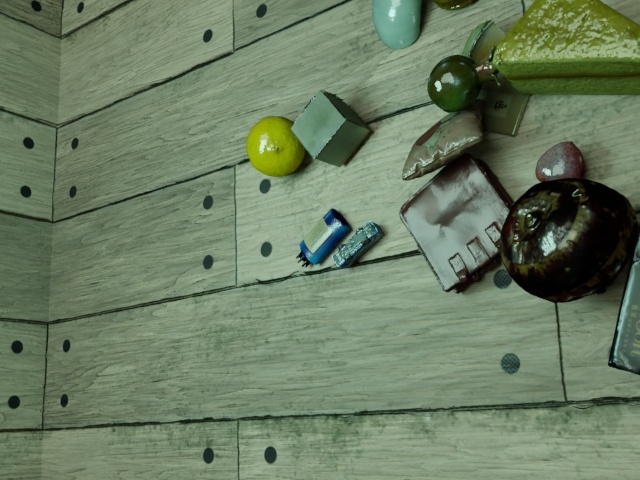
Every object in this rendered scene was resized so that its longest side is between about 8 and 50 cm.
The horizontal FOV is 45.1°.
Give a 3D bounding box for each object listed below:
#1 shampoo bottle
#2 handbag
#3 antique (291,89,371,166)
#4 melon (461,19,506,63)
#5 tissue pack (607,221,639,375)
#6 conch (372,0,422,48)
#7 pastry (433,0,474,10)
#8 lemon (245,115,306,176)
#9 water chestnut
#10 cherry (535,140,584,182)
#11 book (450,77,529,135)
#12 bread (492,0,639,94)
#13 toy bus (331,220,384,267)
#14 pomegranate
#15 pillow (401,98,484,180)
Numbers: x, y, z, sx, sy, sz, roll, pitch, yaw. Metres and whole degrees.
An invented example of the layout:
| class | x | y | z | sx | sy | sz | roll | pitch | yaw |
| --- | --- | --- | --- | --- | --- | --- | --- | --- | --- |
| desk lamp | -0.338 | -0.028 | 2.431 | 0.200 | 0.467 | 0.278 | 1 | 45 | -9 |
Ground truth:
| class | x | y | z | sx | sy | sz | roll | pitch | yaw |
| --- | --- | --- | --- | --- | --- | --- | --- | --- | --- |
| shampoo bottle | 0.000 | 0.000 | 2.173 | 0.183 | 0.050 | 0.087 | -48 | 59 | 20 |
| handbag | 0.348 | -0.043 | 1.888 | 0.260 | 0.084 | 0.276 | -44 | 58 | 22 |
| antique | 0.033 | -0.311 | 2.151 | 0.152 | 0.148 | 0.147 | -49 | 54 | 20 |
| melon | 0.399 | -0.468 | 1.942 | 0.139 | 0.093 | 0.202 | -92 | 24 | -56 |
| tissue pack | 0.709 | 0.094 | 1.500 | 0.198 | 0.210 | 0.370 | 11 | 89 | 45 |
| conch | 0.204 | -0.643 | 2.123 | 0.185 | 0.120 | 0.221 | 161 | 109 | -66 |
| pastry | 0.346 | -0.705 | 2.016 | 0.188 | 0.103 | 0.189 | -10 | 74 | 36 |
| lemon | -0.129 | -0.276 | 2.254 | 0.178 | 0.203 | 0.178 | 0 | 105 | 1 |
| water chestnut | 0.537 | 0.013 | 1.626 | 0.300 | 0.300 | 0.300 | -9 | 75 | 37 |
| cherry | 0.530 | -0.122 | 1.763 | 0.107 | 0.090 | 0.226 | 28 | 108 | 23 |
| book | 0.422 | -0.345 | 1.935 | 0.198 | 0.016 | 0.139 | 20 | 93 | 39 |
| bread | 0.600 | -0.361 | 1.655 | 0.245 | 0.233 | 0.362 | -52 | 56 | 12 |
| toy bus | 0.102 | 0.013 | 2.084 | 0.153 | 0.061 | 0.051 | -45 | 55 | 21 |
| pomegranate | 0.349 | -0.384 | 1.831 | 0.191 | 0.152 | 0.131 | -22 | 110 | 21 |
| pillow | 0.305 | -0.244 | 1.896 | 0.236 | 0.084 | 0.223 | -31 | 19 | 30 |
